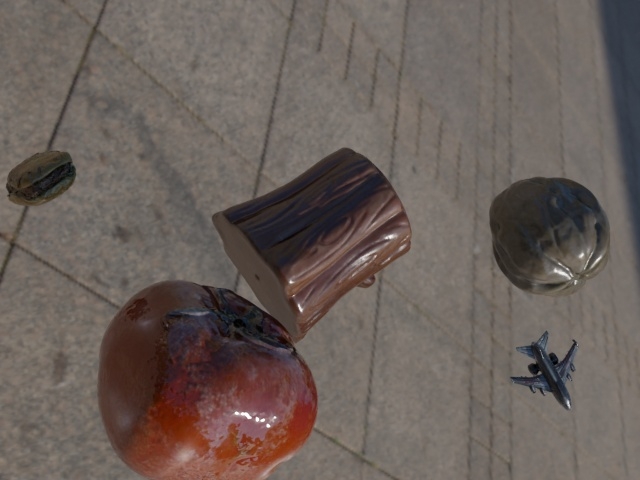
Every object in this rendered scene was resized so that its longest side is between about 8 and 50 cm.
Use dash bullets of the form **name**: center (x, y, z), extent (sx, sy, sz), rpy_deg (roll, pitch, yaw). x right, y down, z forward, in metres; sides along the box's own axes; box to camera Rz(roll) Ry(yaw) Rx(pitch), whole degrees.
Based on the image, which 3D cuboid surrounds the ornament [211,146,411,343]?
- **ornament**: center (0.000, 0.000, 1.229), extent (0.217, 0.235, 0.221), rpy_deg (-33, 106, -16)

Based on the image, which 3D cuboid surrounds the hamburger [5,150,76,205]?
- **hamburger**: center (-0.303, -0.066, 0.939), extent (0.076, 0.083, 0.044), rpy_deg (-35, 119, -25)

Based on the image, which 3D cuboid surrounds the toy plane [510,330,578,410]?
- **toy plane**: center (0.238, 0.138, 0.899), extent (0.083, 0.078, 0.031), rpy_deg (61, 1, -7)

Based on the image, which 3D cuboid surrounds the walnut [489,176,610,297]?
- **walnut**: center (0.392, -0.012, 1.503), extent (0.224, 0.224, 0.224), rpy_deg (31, 51, -47)

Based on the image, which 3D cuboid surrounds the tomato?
- **tomato**: center (-0.124, 0.150, 0.886), extent (0.232, 0.189, 0.232), rpy_deg (32, 10, -6)
